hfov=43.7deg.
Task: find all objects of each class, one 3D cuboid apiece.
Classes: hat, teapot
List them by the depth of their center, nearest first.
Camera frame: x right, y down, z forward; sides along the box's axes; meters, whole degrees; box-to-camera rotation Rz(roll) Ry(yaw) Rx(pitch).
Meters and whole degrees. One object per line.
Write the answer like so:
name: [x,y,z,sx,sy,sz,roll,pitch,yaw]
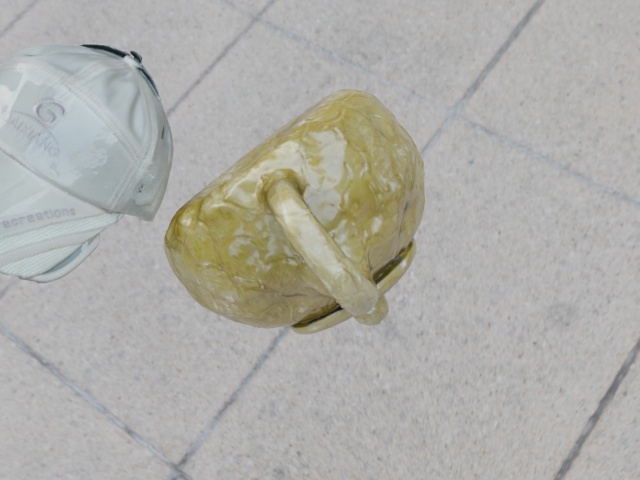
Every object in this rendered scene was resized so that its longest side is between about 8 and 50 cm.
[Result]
teapot: [0.000,0.000,0.602,0.203,0.311,0.167,-37,100,-1]
hat: [-0.255,-0.092,0.694,0.219,0.226,0.164,35,113,9]
